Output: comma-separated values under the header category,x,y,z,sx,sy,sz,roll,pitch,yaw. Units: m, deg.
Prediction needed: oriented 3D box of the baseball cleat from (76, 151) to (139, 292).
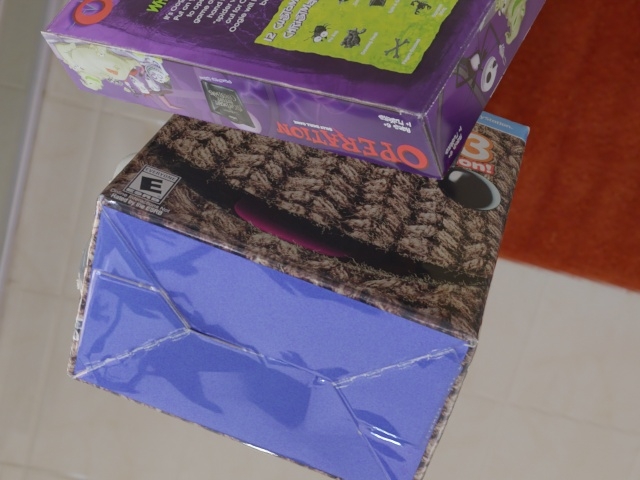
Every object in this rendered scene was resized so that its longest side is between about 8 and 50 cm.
category,x,y,z,sx,sy,sz,roll,pitch,yaw
baseball cleat,-0.215,-0.004,1.270,0.109,0.206,0.072,5,172,45

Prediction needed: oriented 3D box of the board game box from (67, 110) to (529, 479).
category,x,y,z,sx,sy,sz,roll,pitch,yaw
board game box,0.000,0.000,0.767,0.232,0.141,0.291,20,-147,4

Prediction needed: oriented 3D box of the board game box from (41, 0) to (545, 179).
category,x,y,z,sx,sy,sz,roll,pitch,yaw
board game box,0.042,-0.194,0.551,0.208,0.347,0.056,19,153,27
